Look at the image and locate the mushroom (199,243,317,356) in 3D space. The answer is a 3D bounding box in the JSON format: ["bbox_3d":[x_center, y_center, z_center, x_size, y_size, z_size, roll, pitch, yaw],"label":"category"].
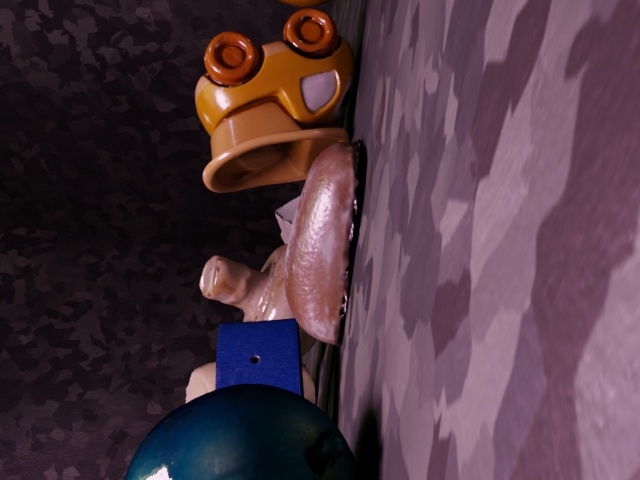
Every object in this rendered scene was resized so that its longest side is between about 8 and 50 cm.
[{"bbox_3d":[-0.083,0.106,1.288,0.206,0.209,0.206,170,90,-71],"label":"mushroom"}]

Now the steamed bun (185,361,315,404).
[{"bbox_3d":[-0.120,0.278,1.350,0.170,0.226,0.200,61,142,32],"label":"steamed bun"}]

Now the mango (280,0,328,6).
[{"bbox_3d":[-0.016,-0.488,1.198,0.378,0.221,0.263,-64,-19,-65],"label":"mango"}]

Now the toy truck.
[{"bbox_3d":[-0.071,-0.213,1.264,0.204,0.288,0.211,112,140,-74],"label":"toy truck"}]

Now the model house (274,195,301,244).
[{"bbox_3d":[-0.020,-0.020,1.546,0.101,0.088,0.100,36,151,50],"label":"model house"}]

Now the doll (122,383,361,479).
[{"bbox_3d":[-0.092,0.238,0.682,0.322,0.199,0.186,-36,66,28],"label":"doll"}]

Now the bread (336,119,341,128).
[{"bbox_3d":[-0.003,-0.266,1.528,0.147,0.098,0.217,117,158,-71],"label":"bread"}]

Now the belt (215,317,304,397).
[{"bbox_3d":[-0.072,0.265,1.016,0.212,0.117,0.346,90,175,-56],"label":"belt"}]

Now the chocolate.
[{"bbox_3d":[-0.001,-0.001,1.036,0.161,0.083,0.261,-90,6,-77],"label":"chocolate"}]
